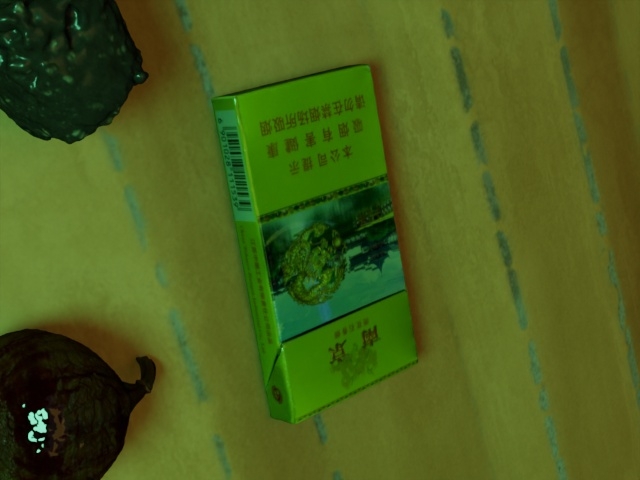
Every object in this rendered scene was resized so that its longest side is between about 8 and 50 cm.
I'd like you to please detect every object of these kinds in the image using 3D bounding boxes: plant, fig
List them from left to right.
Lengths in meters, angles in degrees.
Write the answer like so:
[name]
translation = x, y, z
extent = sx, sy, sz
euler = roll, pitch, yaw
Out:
[plant]
translation = -0.233, -0.182, 0.916
extent = 0.203, 0.131, 0.142
euler = 50, 64, -30
[fig]
translation = -0.198, 0.147, 0.978
extent = 0.201, 0.134, 0.146
euler = 1, 102, -50

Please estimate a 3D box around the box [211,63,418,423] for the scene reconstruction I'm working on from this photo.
[box]
translation = 0.000, 0.000, 1.192
extent = 0.187, 0.047, 0.335
euler = -20, 107, -40
